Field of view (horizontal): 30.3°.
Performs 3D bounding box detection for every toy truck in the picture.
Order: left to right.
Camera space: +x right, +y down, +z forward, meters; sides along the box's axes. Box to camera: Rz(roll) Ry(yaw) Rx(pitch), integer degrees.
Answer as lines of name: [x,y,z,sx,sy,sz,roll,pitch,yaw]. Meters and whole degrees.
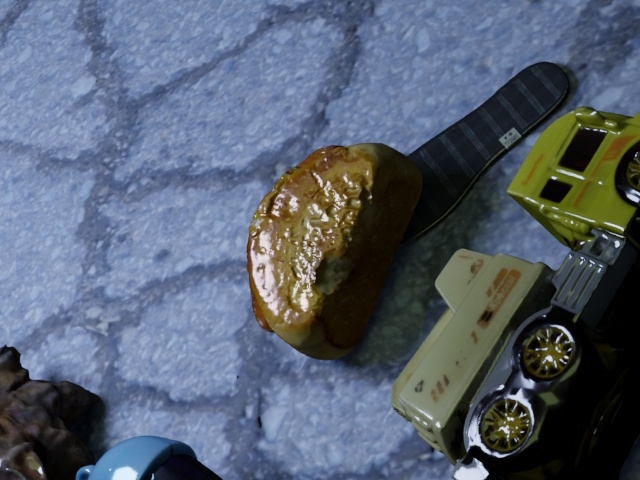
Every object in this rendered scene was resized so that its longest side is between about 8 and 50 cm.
toy truck: [0.239,0.064,1.175,0.254,0.180,0.405,27,84,45]

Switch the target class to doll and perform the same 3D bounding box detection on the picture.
doll: [-0.145,0.317,1.289,0.314,0.141,0.177,21,107,24]

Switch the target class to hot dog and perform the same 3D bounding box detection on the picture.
hot dog: [0.000,0.000,1.363,0.153,0.150,0.257,20,84,33]

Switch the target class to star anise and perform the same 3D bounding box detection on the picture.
star anise: [-0.409,0.222,1.415,0.315,0.315,0.108,53,135,38]

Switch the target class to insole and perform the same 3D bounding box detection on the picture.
insole: [0.168,-0.100,1.404,0.309,0.012,0.110,-39,51,8]
